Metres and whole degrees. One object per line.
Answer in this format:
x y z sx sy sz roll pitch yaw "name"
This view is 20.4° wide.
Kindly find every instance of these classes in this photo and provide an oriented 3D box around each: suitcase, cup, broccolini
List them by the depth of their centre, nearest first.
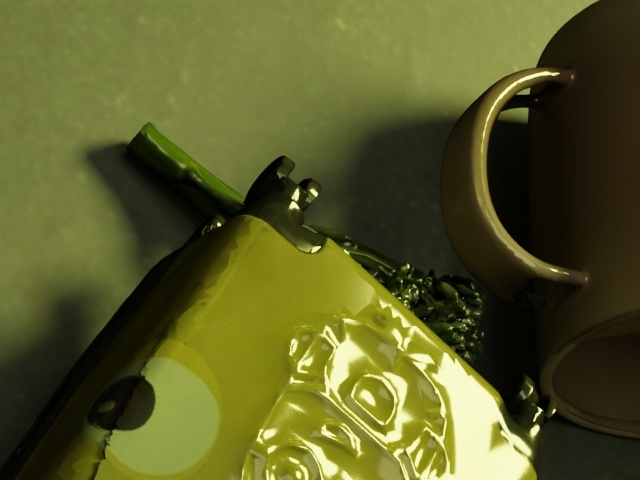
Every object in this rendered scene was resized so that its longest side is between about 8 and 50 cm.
-0.030 0.111 0.760 0.194 0.143 0.235 42 51 -11 "suitcase"
-0.013 0.016 0.880 0.202 0.091 0.068 26 86 1 "broccolini"
0.176 -0.025 0.938 0.253 0.191 0.200 11 60 -23 "cup"
